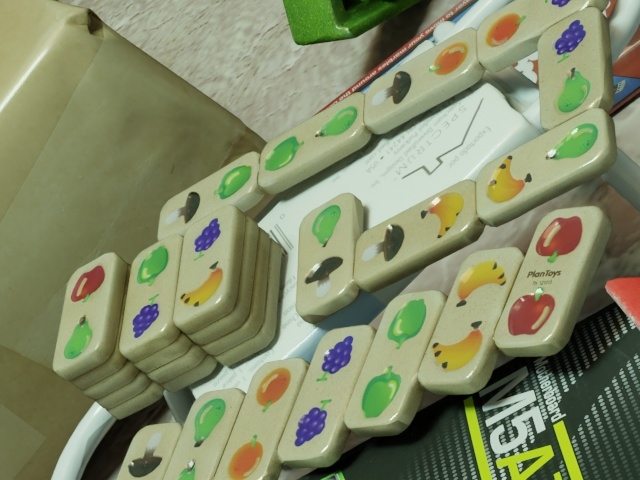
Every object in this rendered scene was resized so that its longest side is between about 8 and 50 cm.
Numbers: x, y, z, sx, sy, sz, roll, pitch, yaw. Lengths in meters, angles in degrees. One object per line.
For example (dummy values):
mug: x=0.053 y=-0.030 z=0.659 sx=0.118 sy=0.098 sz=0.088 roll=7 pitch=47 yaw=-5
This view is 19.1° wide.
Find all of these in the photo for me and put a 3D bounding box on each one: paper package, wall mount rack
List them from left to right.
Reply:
paper package: x=-0.219 y=0.014 z=1.067 sx=0.325 sy=0.168 sz=0.309 roll=-53 pitch=31 yaw=-3
wall mount rack: x=0.056 y=0.048 z=0.777 sx=0.350 sy=0.130 sz=0.304 roll=-46 pitch=28 yaw=5

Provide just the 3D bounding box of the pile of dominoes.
pile of dominoes: x=0.000 y=0.000 z=0.738 sx=0.251 sy=0.040 sz=0.196 roll=-29 pitch=37 yaw=28

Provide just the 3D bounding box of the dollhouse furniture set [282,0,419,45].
dollhouse furniture set: x=0.119 y=-0.241 z=1.101 sx=0.198 sy=0.151 sz=0.301 roll=-7 pitch=18 yaw=36

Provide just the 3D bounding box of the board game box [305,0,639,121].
board game box: x=0.058 y=-0.057 z=0.993 sx=0.281 sy=0.027 sz=0.145 roll=-37 pitch=33 yaw=11

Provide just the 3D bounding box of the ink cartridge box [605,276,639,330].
ink cartridge box: x=0.242 y=0.046 z=0.447 sx=0.296 sy=0.261 sz=0.066 roll=-118 pitch=33 yaw=-63

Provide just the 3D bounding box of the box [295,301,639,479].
box: x=0.075 y=0.101 z=0.609 sx=0.184 sy=0.045 sz=0.190 roll=-32 pitch=23 yaw=12
